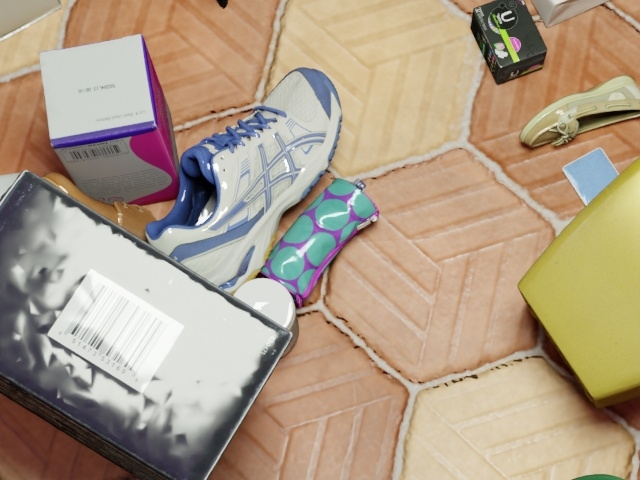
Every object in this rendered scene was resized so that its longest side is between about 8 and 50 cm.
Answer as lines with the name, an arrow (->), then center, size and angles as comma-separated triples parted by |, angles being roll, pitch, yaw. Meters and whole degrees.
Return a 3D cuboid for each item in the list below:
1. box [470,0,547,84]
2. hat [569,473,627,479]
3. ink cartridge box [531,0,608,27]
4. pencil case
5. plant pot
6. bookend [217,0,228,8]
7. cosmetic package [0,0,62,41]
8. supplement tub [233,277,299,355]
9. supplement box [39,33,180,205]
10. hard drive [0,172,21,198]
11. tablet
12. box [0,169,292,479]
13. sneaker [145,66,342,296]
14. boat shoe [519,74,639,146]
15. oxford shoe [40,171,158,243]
box -> 0.220, -0.236, 1.587 | 0.062, 0.052, 0.083 | -21, 72, -4
hat -> 0.342, 0.338, 1.420 | 0.208, 0.184, 0.173 | -26, 59, 37
ink cartridge box -> 0.280, -0.370, 1.620 | 0.115, 0.067, 0.198 | -23, 75, -6
pencil case -> 0.000, 0.000, 1.513 | 0.070, 0.064, 0.151 | 35, 77, 25
plant pot -> 0.326, 0.064, 1.422 | 0.187, 0.212, 0.212 | -34, 74, 5
bookend -> -0.105, -0.394, 1.635 | 0.157, 0.072, 0.156 | -38, 76, -10
cosmetic package -> -0.449, -0.383, 1.613 | 0.153, 0.129, 0.296 | -29, 74, -9
supplement tub -> -0.060, 0.087, 1.465 | 0.071, 0.107, 0.071 | 0, 72, 1
supplement box -> -0.223, -0.121, 1.476 | 0.111, 0.220, 0.113 | -10, 71, -2
hard drive -> -0.469, 0.040, 1.527 | 0.308, 0.040, 0.203 | -8, 73, 0
tablet -> 0.321, -0.062, 1.554 | 0.054, 0.006, 0.083 | -28, 73, -7
box -> -0.209, 0.107, 1.344 | 0.296, 0.294, 0.182 | 32, 74, -1
sneaker -> -0.081, -0.084, 1.489 | 0.112, 0.131, 0.296 | 6, 63, 46
boat shoe -> 0.302, -0.140, 1.555 | 0.153, 0.056, 0.048 | -23, 69, -13
oxford shoe -> -0.226, -0.016, 1.481 | 0.076, 0.212, 0.076 | 2, 57, 49
